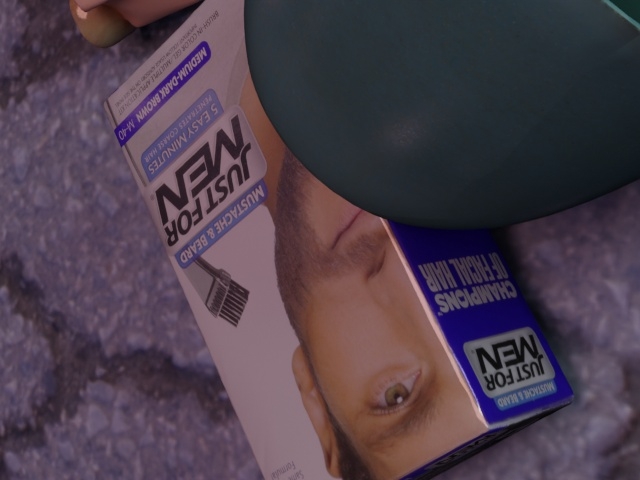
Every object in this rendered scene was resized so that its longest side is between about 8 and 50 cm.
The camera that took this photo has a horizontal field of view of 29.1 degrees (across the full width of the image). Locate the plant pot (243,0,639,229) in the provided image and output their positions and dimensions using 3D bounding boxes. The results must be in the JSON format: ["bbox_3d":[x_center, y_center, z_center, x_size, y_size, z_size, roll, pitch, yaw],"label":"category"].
[{"bbox_3d":[0.093,-0.142,0.678,0.235,0.293,0.293,-39,66,44],"label":"plant pot"}]

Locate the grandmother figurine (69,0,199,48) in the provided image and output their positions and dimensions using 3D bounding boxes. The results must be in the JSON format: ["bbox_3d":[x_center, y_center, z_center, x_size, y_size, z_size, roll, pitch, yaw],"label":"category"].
[{"bbox_3d":[-0.051,-0.245,0.889,0.342,0.104,0.208,-20,106,35],"label":"grandmother figurine"}]

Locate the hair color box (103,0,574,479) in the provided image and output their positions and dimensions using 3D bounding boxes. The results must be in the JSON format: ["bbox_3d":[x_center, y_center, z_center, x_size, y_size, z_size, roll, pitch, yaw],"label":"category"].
[{"bbox_3d":[0.000,0.000,0.817,0.185,0.110,0.339,-38,72,36],"label":"hair color box"}]
